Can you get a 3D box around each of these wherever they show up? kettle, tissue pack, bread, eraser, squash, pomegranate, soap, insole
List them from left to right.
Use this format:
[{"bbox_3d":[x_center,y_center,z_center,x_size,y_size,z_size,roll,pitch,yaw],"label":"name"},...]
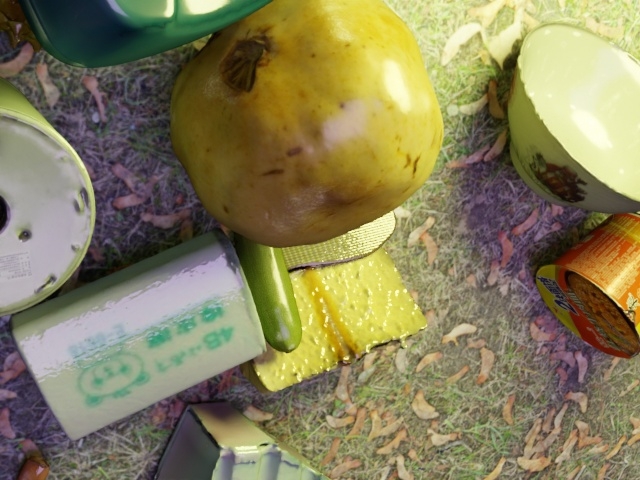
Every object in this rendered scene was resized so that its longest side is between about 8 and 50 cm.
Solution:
[{"bbox_3d":[-0.383,-0.091,0.902,0.205,0.318,0.265,-40,119,-7],"label":"kettle"},{"bbox_3d":[-0.228,0.121,1.130,0.290,0.104,0.189,-24,124,-12],"label":"eraser"},{"bbox_3d":[-0.171,-0.292,0.868,0.287,0.206,0.198,-35,111,-37],"label":"tissue pack"},{"bbox_3d":[-0.128,0.472,1.329,0.261,0.156,0.446,-1,110,-25],"label":"soap"},{"bbox_3d":[-0.080,0.036,1.204,0.066,0.066,0.252,-12,82,-21],"label":"squash"},{"bbox_3d":[-0.014,-0.146,1.053,0.333,0.332,0.332,-9,112,-22],"label":"pomegranate"},{"bbox_3d":[0.000,0.000,1.277,0.253,0.005,0.086,-17,87,-17],"label":"insole"},{"bbox_3d":[0.001,0.119,1.284,0.266,0.142,0.178,-18,75,-17],"label":"bread"}]

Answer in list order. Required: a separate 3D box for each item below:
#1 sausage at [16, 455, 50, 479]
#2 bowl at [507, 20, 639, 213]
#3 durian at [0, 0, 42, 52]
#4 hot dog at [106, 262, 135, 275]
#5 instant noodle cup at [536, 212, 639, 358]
[{"bbox_3d":[-0.415,0.382,1.223,0.040,0.047,0.176,0,110,-42],"label":"sausage"},{"bbox_3d":[0.391,-0.151,1.306,0.337,0.337,0.157,9,144,-28],"label":"bowl"},{"bbox_3d":[-0.345,-0.330,0.958,0.187,0.153,0.260,-24,112,12],"label":"durian"},{"bbox_3d":[-0.234,0.095,1.201,0.071,0.045,0.165,-44,120,0],"label":"hot dog"},{"bbox_3d":[0.498,0.065,1.453,0.174,0.213,0.213,-43,121,-14],"label":"instant noodle cup"}]
